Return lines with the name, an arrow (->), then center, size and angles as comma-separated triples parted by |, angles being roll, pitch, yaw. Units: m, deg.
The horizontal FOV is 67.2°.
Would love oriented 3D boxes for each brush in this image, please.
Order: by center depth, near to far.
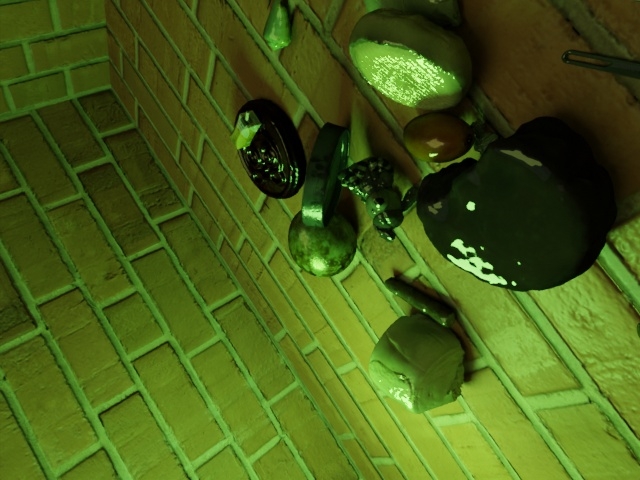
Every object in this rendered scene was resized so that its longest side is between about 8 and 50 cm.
brush -> 0.541, -0.293, 0.822 | 0.266, 0.027, 0.062 | 38, 143, 42

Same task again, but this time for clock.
clock -> 0.021, -0.193, 1.453 | 0.066, 0.319, 0.318 | 13, 135, 10

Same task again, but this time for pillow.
pillow -> 0.176, -0.605, 1.063 | 0.281, 0.076, 0.274 | 23, 135, 49

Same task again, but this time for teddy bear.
teddy bear -> 0.183, -0.138, 1.381 | 0.251, 0.171, 0.144 | 57, -172, 22

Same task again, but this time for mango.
mango -> 0.263, -0.249, 1.148 | 0.253, 0.139, 0.113 | -128, 20, -66

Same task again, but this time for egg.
egg -> 0.000, 0.000, 1.681 | 0.238, 0.238, 0.289 | 32, 170, 41

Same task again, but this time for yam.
yam -> 0.317, 0.195, 1.561 | 0.274, 0.061, 0.061 | 30, 139, 45

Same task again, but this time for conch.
conch -> -0.126, -0.671, 1.492 | 0.106, 0.079, 0.170 | 29, 133, 21

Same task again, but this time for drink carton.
drink carton -> -0.271, -0.421, 1.770 | 0.084, 0.074, 0.200 | 60, 146, 8

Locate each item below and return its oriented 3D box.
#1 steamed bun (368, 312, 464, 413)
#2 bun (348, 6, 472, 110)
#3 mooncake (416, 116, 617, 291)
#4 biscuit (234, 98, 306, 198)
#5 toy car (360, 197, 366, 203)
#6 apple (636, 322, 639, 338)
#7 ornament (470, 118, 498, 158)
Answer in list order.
steamed bun -> 0.314, 0.386, 1.585 | 0.290, 0.274, 0.272 | 13, 110, 49
bun -> 0.209, -0.410, 1.072 | 0.287, 0.146, 0.287 | 29, 176, 2
mooncake -> 0.414, -0.065, 1.022 | 0.381, 0.212, 0.350 | -11, 111, 57
biscuit -> -0.211, -0.348, 1.887 | 0.407, 0.091, 0.407 | 38, 143, 36
toy car -> 0.187, -0.121, 1.488 | 0.142, 0.069, 0.055 | 40, -174, 33
apple -> 0.689, 0.157, 0.722 | 0.365, 0.295, 0.328 | 36, 116, 42
ornament -> 0.374, -0.234, 1.115 | 0.092, 0.041, 0.068 | 51, 157, -2
